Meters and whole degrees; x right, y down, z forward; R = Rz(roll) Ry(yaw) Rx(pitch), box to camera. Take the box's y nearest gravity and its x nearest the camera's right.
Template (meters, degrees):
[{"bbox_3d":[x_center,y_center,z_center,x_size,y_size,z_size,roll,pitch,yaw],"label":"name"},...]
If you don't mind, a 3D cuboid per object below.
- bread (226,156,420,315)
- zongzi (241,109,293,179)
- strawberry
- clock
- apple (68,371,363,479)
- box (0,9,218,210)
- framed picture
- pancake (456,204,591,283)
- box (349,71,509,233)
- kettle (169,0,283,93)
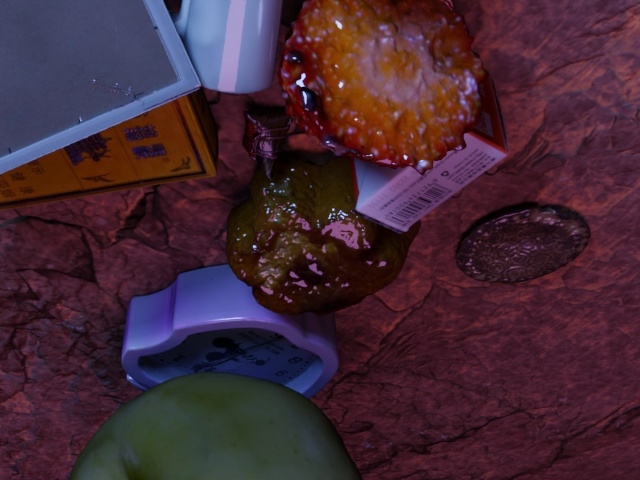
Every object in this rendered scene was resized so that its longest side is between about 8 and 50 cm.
[{"bbox_3d":[-0.012,-0.005,1.242,0.246,0.135,0.232,-24,127,29],"label":"bread"},{"bbox_3d":[-0.066,-0.112,1.140,0.067,0.074,0.083,-7,150,-30],"label":"zongzi"},{"bbox_3d":[0.044,-0.153,0.998,0.233,0.234,0.178,10,161,-20],"label":"strawberry"},{"bbox_3d":[-0.140,0.167,1.495,0.338,0.102,0.339,-2,145,-2],"label":"clock"},{"bbox_3d":[-0.143,0.424,1.404,0.473,0.474,0.474,-3,144,-2],"label":"apple"},{"bbox_3d":[-0.284,-0.138,1.067,0.301,0.084,0.193,-9,144,5],"label":"box"},{"bbox_3d":[-0.288,-0.203,0.929,0.296,0.019,0.232,-19,104,17],"label":"framed picture"},{"bbox_3d":[0.296,0.009,1.390,0.199,0.021,0.199,-3,144,-2],"label":"pancake"},{"bbox_3d":[0.122,-0.113,1.109,0.099,0.133,0.182,23,134,-32],"label":"box"},{"bbox_3d":[-0.094,-0.235,0.925,0.126,0.098,0.148,25,124,21],"label":"kettle"}]
